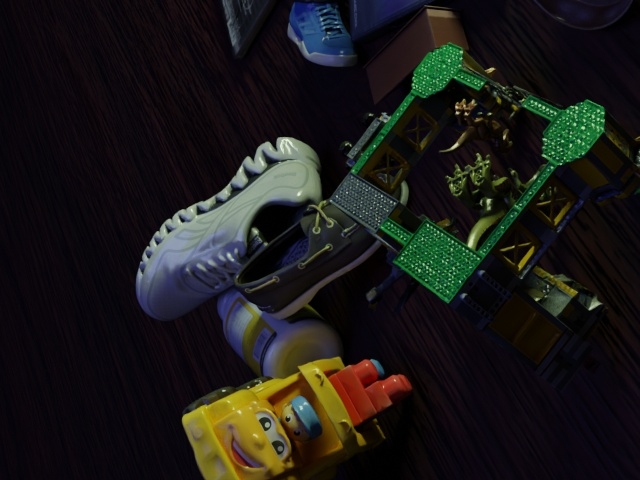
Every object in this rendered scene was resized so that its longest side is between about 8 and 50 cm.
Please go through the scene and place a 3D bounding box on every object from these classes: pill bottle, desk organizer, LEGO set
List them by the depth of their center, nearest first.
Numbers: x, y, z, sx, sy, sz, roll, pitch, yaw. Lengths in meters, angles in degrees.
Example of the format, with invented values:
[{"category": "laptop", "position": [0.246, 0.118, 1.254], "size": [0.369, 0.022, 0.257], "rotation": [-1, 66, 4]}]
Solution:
[{"category": "LEGO set", "position": [0.174, -0.019, 1.250], "size": [0.255, 0.192, 0.331], "rotation": [-57, 34, -6]}, {"category": "desk organizer", "position": [0.101, -0.193, 1.465], "size": [0.130, 0.047, 0.050], "rotation": [-40, 56, 53]}, {"category": "pill bottle", "position": [-0.055, 0.108, 1.656], "size": [0.184, 0.103, 0.103], "rotation": [40, 122, 55]}]

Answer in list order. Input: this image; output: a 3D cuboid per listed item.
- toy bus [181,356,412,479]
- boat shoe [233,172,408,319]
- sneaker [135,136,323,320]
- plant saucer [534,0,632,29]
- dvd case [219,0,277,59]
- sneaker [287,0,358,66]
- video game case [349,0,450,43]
[{"category": "toy bus", "position": [-0.012, 0.193, 1.456], "size": [0.211, 0.220, 0.149], "rotation": [-31, 79, 14]}, {"category": "boat shoe", "position": [0.000, 0.000, 1.533], "size": [0.228, 0.069, 0.081], "rotation": [-42, 35, 21]}, {"category": "sneaker", "position": [-0.110, 0.005, 1.654], "size": [0.292, 0.110, 0.118], "rotation": [-42, 38, 18]}, {"category": "plant saucer", "position": [0.226, -0.269, 1.213], "size": [0.168, 0.029, 0.168], "rotation": [42, 148, 35]}, {"category": "dvd case", "position": [-0.083, -0.374, 1.833], "size": [0.221, 0.018, 0.164], "rotation": [-53, 43, 46]}, {"category": "sneaker", "position": [0.004, -0.263, 1.629], "size": [0.152, 0.058, 0.084], "rotation": [-127, 39, -57]}, {"category": "video game case", "position": [0.108, -0.343, 1.490], "size": [0.274, 0.026, 0.196], "rotation": [-16, 74, 60]}]
